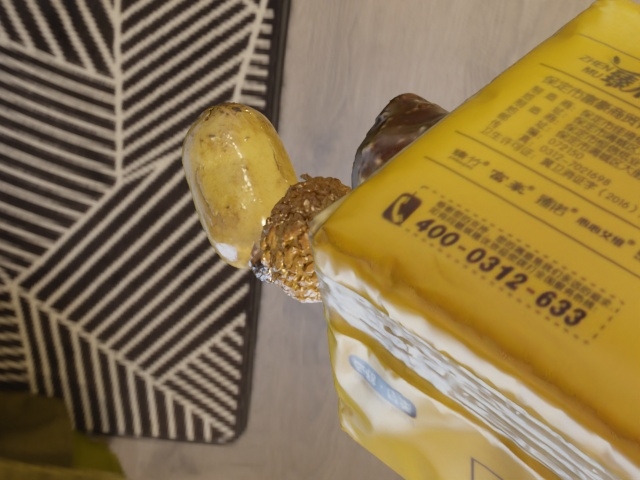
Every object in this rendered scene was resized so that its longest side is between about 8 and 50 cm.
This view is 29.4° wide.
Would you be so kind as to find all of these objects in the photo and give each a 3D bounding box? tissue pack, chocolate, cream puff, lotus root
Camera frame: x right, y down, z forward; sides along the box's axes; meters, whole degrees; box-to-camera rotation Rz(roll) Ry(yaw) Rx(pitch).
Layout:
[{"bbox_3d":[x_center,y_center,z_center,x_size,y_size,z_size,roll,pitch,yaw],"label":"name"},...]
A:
[{"bbox_3d":[0.225,0.070,0.666,0.293,0.382,0.228,-39,145,-23],"label":"tissue pack"},{"bbox_3d":[0.201,-0.055,1.874,0.225,0.210,0.340,-22,107,-30],"label":"chocolate"},{"bbox_3d":[-0.003,-0.002,1.343,0.126,0.103,0.144,20,84,13],"label":"cream puff"},{"bbox_3d":[-0.109,-0.070,1.816,0.160,0.284,0.146,-31,160,28],"label":"lotus root"}]
